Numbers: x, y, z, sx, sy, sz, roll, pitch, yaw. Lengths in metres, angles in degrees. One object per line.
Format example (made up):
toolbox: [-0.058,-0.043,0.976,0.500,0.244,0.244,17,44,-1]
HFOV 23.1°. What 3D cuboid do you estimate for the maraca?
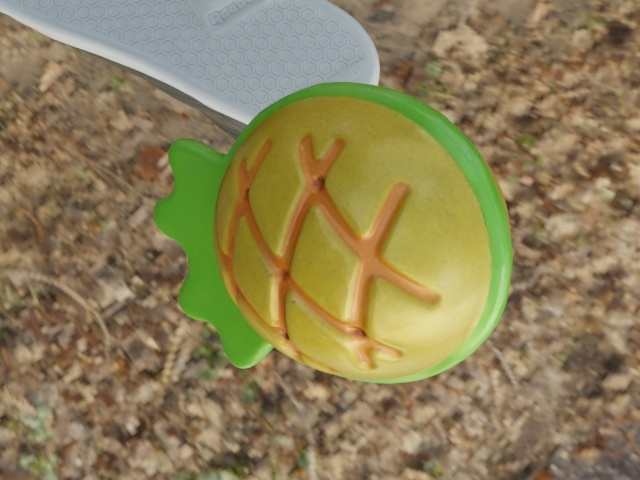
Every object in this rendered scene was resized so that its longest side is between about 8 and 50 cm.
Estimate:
maraca: [0.000,0.000,0.650,0.099,0.185,0.127,-21,101,-47]

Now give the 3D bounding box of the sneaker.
sneaker: [-0.096,-0.133,0.881,0.295,0.147,0.104,31,87,9]
